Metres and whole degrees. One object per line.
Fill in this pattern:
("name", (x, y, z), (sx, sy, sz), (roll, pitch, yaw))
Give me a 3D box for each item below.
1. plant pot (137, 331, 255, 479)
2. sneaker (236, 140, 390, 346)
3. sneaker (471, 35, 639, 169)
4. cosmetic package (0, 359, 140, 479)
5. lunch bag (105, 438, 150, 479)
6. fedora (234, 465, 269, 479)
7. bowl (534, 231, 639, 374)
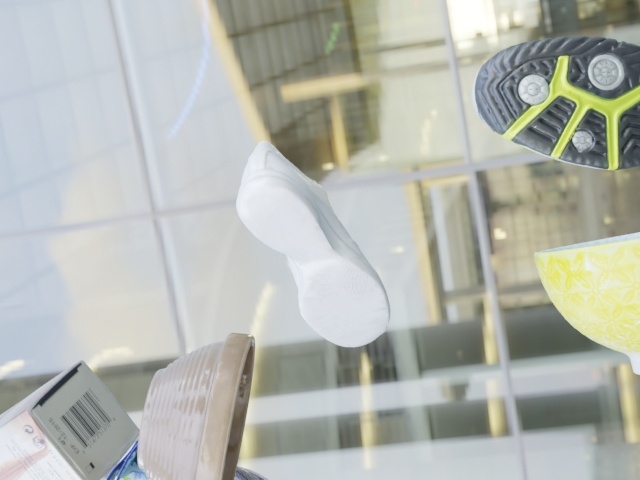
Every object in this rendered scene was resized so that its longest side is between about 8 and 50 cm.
("plant pot", (-0.151, 0.219, 1.584), (0.237, 0.109, 0.237), (11, -90, -87))
("sneaker", (0.000, 0.000, 1.178), (0.212, 0.080, 0.094), (58, -162, -34))
("sneaker", (0.351, -0.141, 1.470), (0.147, 0.384, 0.145), (167, 107, -84))
("cosmetic package", (-0.395, 0.294, 1.710), (0.129, 0.296, 0.153), (52, -154, -7))
("lunch bag", (-0.304, 0.407, 2.146), (0.129, 0.096, 0.151), (123, 156, -56))
("fedora", (-0.134, 0.367, 1.702), (0.124, 0.243, 0.275), (94, 152, -46))
("bowl", (0.393, 0.064, 1.495), (0.289, 0.289, 0.156), (-6, -94, -76))
